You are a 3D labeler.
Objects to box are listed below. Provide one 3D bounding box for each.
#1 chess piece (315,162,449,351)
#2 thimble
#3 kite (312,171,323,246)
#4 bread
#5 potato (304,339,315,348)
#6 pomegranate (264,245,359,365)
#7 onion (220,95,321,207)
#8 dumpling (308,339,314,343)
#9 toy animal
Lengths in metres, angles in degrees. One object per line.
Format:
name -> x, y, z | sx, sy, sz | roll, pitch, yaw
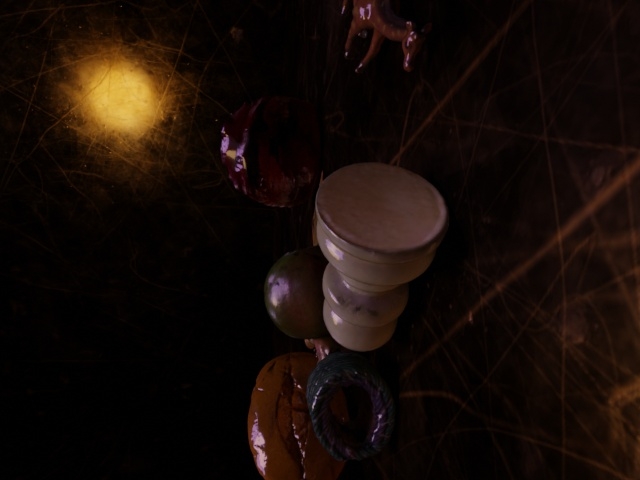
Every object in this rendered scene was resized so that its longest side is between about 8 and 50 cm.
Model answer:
chess piece -> 0.058, 0.048, 0.554 | 0.251, 0.144, 0.144 | 95, 170, -46
thimble -> 0.042, 0.234, 0.640 | 0.090, 0.118, 0.135 | -143, 39, -83
kite -> -0.002, 0.000, 1.174 | 0.327, 0.013, 0.378 | -116, 26, -69
bread -> -0.041, 0.356, 0.875 | 0.143, 0.195, 0.270 | 88, 178, -45
potato -> -0.024, 0.249, 1.196 | 0.051, 0.040, 0.083 | 90, 177, -59
pomegranate -> 0.002, 0.118, 0.766 | 0.181, 0.181, 0.224 | -179, 69, -79
onion -> -0.121, -0.228, 1.206 | 0.146, 0.280, 0.314 | -144, 54, -59
dumpling -> -0.034, 0.169, 1.103 | 0.127, 0.108, 0.188 | -82, -25, -62
toy animal -> 0.081, -0.301, 0.616 | 0.229, 0.066, 0.224 | 154, 116, -73
